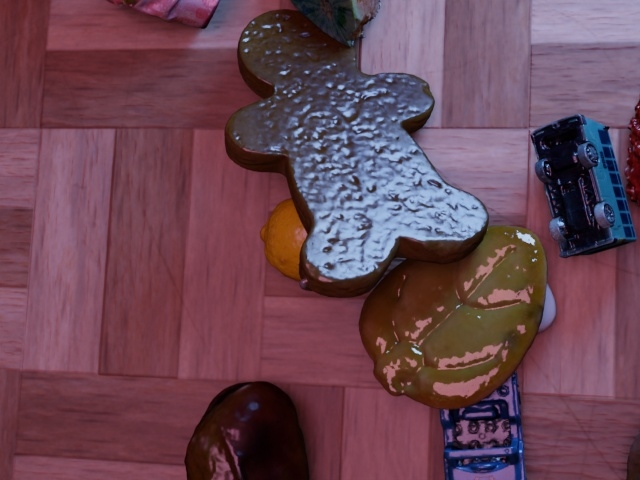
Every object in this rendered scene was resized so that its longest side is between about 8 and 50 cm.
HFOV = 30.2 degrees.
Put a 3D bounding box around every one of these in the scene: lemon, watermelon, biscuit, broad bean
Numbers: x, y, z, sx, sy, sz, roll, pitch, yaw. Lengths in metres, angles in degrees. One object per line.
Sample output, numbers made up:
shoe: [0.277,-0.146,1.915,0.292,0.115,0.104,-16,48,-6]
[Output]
lemon: [0.000,0.000,1.478,0.155,0.114,0.114,9,84,9]
watermelon: [0.000,-0.379,1.527,0.146,0.128,0.231,6,73,26]
biscuit: [0.023,-0.121,1.464,0.283,0.064,0.432,-17,58,-22]
broad bean: [-0.087,0.288,1.454,0.122,0.156,0.229,-5,87,53]
biscuit: [0.165,0.082,1.415,0.260,0.041,0.203,-44,60,-3]

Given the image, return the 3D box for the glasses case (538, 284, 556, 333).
glasses case: [0.193,0.099,1.454,0.193,0.049,0.074,-18,73,9]

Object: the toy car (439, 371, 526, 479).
toy car: [0.191,0.231,1.411,0.097,0.100,0.191,-6,82,11]

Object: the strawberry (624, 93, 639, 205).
strawberry: [0.432,-0.127,1.416,0.167,0.087,0.208,-20,77,10]

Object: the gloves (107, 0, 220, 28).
gloves: [-0.241,-0.376,1.559,0.241,0.126,0.145,25,97,-12]

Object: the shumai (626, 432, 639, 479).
shumai: [0.450,0.258,1.308,0.218,0.185,0.184,-9,81,11]

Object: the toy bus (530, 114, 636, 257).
toy bus: [0.318,-0.065,1.428,0.079,0.091,0.160,-21,77,38]
